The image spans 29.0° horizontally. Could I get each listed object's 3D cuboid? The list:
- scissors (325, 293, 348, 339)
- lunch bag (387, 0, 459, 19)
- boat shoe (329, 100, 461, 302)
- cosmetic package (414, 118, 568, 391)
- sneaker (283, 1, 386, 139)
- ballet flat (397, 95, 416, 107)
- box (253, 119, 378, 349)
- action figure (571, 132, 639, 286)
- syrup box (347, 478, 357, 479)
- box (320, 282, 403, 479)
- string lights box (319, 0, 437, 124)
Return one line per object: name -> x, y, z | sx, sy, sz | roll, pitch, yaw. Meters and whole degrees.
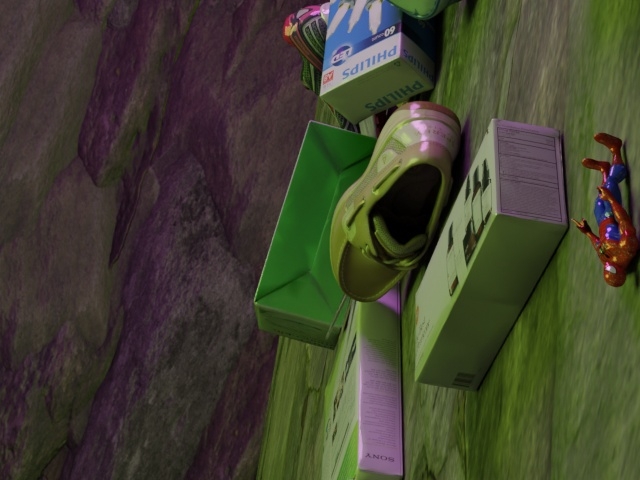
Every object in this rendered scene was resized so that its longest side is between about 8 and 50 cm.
scissors -> 0.070, -0.018, 1.536 | 0.297, 0.021, 0.109 | -63, 18, 20
lunch bag -> 0.108, -0.365, 1.365 | 0.090, 0.176, 0.219 | -36, -27, -36
boat shoe -> 0.078, -0.018, 1.378 | 0.302, 0.109, 0.098 | 114, 167, -47
cosmetic package -> 0.130, 0.019, 1.002 | 0.239, 0.060, 0.099 | 107, 172, -51
sneaker -> 0.032, -0.231, 1.841 | 0.121, 0.112, 0.299 | -81, -20, -45
ballet flat -> 0.104, -0.265, 1.706 | 0.073, 0.067, 0.206 | 110, 168, -58
box -> 0.000, 0.000, 1.711 | 0.231, 0.127, 0.262 | 94, -168, -76
action figure -> 0.178, -0.016, 0.767 | 0.038, 0.030, 0.115 | 113, 165, -45
syrup box -> 0.051, 0.339, 1.070 | 0.096, 0.093, 0.236 | 108, 170, -52
box -> 0.047, 0.229, 1.501 | 0.322, 0.059, 0.232 | -85, 7, -50
string lights box -> 0.082, -0.292, 1.629 | 0.133, 0.077, 0.259 | -22, 47, 34
